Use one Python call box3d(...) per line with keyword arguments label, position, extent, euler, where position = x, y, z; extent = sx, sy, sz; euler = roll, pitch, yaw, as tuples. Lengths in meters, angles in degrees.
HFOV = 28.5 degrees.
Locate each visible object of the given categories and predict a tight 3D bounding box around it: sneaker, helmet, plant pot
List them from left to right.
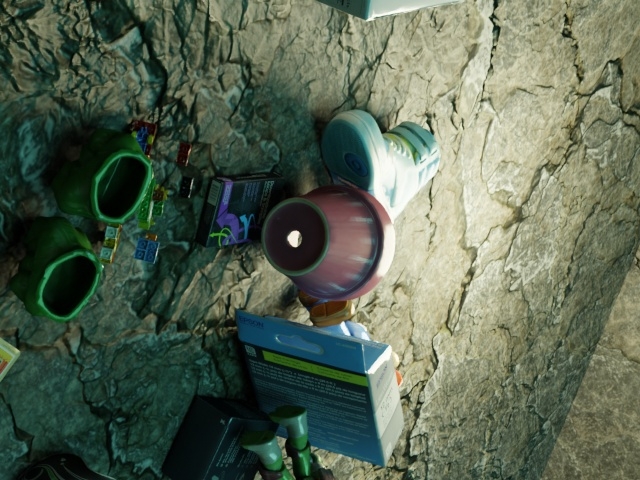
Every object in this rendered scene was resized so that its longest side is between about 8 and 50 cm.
box3d(label="helmet", position=(-0.385, 0.424, 1.941), extent=(0.169, 0.161, 0.169), euler=(-33, 137, -37))
box3d(label="plant pot", position=(0.000, 0.000, 2.108), extent=(0.180, 0.201, 0.201), euler=(9, 106, -63))
box3d(label="sneaker", position=(0.117, -0.169, 2.235), extent=(0.208, 0.127, 0.319), euler=(-47, 153, -19))

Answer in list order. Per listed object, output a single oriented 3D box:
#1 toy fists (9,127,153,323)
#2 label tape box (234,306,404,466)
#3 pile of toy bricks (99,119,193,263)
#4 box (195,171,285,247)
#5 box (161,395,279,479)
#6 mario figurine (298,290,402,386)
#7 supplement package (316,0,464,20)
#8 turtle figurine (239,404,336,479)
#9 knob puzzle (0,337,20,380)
box3d(label="toy fists", position=(-0.332, -0.025, 1.719), extent=(0.096, 0.142, 0.279), euler=(27, 91, -25))
box3d(label="label tape box", position=(0.003, 0.233, 2.232), extent=(0.348, 0.249, 0.115), euler=(80, 32, -43))
box3d(label="pile of toy bricks", position=(-0.252, -0.063, 1.850), extent=(0.105, 0.118, 0.212), euler=(-140, -116, -85))
box3d(label="box", position=(-0.129, -0.052, 2.068), extent=(0.162, 0.029, 0.116), euler=(-11, 122, -52))
box3d(label="box", position=(-0.176, 0.368, 2.245), extent=(0.158, 0.093, 0.156), euler=(18, 98, -57))
box3d(label="mario figurine", position=(0.081, 0.196, 2.382), extent=(0.198, 0.170, 0.320), euler=(-71, 147, -42))
box3d(label="supplement package", position=(0.118, -0.479, 1.992), extent=(0.262, 0.145, 0.204), euler=(-21, 129, -46))
box3d(label="turtle figurine", position=(-0.077, 0.437, 2.253), extent=(0.197, 0.274, 0.266), euler=(-20, 110, -14))
box3d(label="knob puzzle", position=(-0.515, 0.202, 1.728), extent=(0.213, 0.030, 0.213), euler=(-33, 137, -37))
